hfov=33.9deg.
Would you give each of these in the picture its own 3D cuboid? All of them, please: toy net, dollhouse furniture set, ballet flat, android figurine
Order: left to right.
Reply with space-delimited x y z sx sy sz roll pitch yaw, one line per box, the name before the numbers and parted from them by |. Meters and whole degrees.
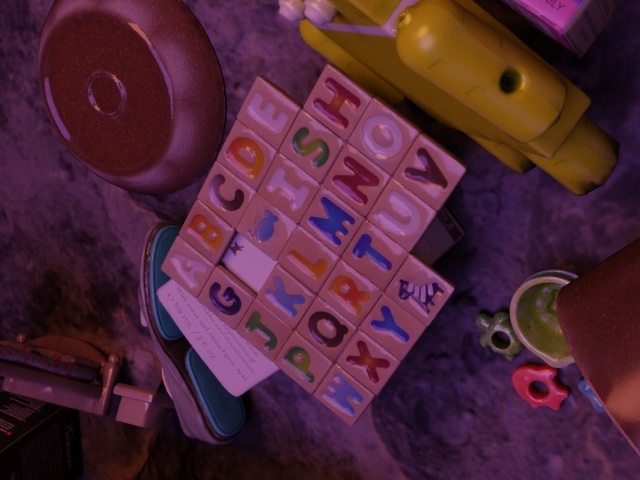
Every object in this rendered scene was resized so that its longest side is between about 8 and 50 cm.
dollhouse furniture set | -0.337 0.037 0.951 0.355 0.303 0.174 8 78 28
ballet flat | -0.129 0.086 0.941 0.068 0.072 0.213 -4 109 44
android figurine | 0.052 -0.121 0.638 0.273 0.248 0.056 32 93 -22
toy net | 0.214 0.125 0.763 0.232 0.045 0.122 48 127 4

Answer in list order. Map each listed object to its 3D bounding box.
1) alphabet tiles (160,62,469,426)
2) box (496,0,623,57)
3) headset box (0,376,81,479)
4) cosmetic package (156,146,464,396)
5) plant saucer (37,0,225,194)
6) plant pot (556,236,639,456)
alphabet tiles | 0.000 0.000 0.757 0.198 0.009 0.237 38 125 10
box | 0.117 -0.259 0.553 0.213 0.117 0.243 37 103 12
headset box | -0.419 0.236 1.045 0.218 0.293 0.110 15 118 25
cosmetic package | -0.014 0.019 0.830 0.117 0.085 0.231 52 128 1
plant saucer | -0.172 -0.127 0.890 0.198 0.036 0.198 14 118 27
plant pot | 0.292 0.036 0.592 0.215 0.215 0.230 47 113 5
